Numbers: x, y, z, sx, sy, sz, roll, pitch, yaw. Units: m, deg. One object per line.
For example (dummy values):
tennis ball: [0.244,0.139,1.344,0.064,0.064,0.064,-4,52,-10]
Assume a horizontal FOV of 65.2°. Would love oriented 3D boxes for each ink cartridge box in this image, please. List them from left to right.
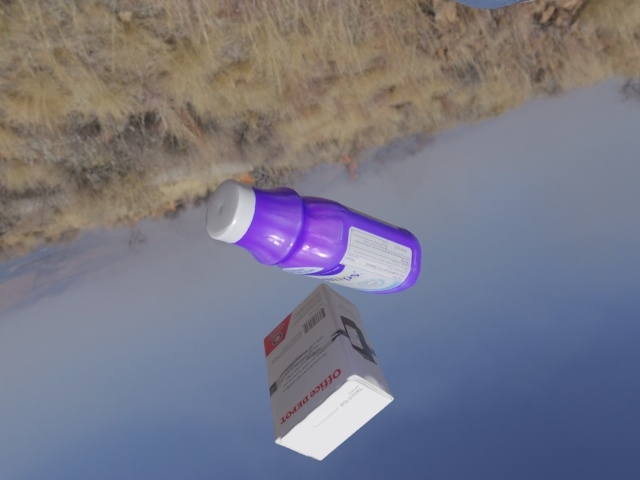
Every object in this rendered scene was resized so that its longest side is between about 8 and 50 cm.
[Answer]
ink cartridge box: [0.001,0.216,0.852,0.172,0.100,0.237,-45,-151,15]

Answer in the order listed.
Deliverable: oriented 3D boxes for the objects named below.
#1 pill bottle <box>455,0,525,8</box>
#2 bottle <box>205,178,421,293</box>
pill bottle: [0.198,-0.330,0.514,0.162,0.162,0.278,-18,-169,46]
bottle: [0.000,0.000,0.609,0.283,0.092,0.118,18,162,-40]
